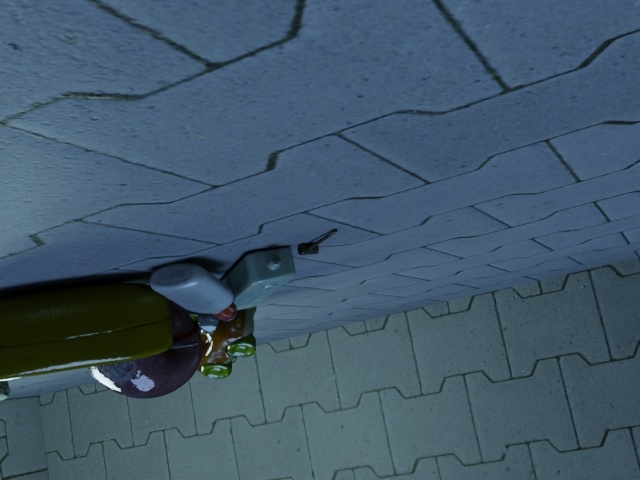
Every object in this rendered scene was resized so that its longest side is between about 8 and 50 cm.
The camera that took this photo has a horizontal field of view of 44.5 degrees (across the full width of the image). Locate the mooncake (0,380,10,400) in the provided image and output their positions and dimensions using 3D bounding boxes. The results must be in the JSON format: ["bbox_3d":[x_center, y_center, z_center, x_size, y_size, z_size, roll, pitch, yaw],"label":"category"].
[{"bbox_3d":[-0.920,0.349,1.915,0.250,0.136,0.254,-13,164,2],"label":"mooncake"}]

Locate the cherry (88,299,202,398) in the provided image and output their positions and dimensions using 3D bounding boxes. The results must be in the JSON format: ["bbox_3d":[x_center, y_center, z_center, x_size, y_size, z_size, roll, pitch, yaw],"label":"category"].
[{"bbox_3d":[-0.364,0.221,1.614,0.285,0.213,0.236,-3,150,29],"label":"cherry"}]

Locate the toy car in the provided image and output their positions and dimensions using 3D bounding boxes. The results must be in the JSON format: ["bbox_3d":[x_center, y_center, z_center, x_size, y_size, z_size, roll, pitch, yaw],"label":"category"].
[{"bbox_3d":[-0.271,0.197,1.788,0.235,0.145,0.235,-2,141,-2],"label":"toy car"}]

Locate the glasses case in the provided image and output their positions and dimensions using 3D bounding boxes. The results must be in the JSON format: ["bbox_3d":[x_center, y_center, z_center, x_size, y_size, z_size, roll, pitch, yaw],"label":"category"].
[{"bbox_3d":[-0.449,0.152,1.374,0.371,0.141,0.173,-8,-177,-16],"label":"glasses case"}]

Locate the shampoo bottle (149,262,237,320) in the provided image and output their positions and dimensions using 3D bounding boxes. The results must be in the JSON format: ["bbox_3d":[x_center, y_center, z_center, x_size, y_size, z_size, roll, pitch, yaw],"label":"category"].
[{"bbox_3d":[-0.216,0.099,1.434,0.108,0.051,0.221,-10,155,17],"label":"shampoo bottle"}]

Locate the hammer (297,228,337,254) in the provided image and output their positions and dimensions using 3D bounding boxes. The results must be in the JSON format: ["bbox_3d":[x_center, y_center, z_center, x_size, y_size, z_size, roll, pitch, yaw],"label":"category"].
[{"bbox_3d":[0.000,0.000,1.373,0.035,0.019,0.110,-4,162,-32],"label":"hammer"}]

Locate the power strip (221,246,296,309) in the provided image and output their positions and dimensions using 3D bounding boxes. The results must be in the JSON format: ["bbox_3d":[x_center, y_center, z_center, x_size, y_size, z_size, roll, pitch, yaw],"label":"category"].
[{"bbox_3d":[-0.133,0.082,1.530,0.091,0.062,0.385,-9,170,-20],"label":"power strip"}]
